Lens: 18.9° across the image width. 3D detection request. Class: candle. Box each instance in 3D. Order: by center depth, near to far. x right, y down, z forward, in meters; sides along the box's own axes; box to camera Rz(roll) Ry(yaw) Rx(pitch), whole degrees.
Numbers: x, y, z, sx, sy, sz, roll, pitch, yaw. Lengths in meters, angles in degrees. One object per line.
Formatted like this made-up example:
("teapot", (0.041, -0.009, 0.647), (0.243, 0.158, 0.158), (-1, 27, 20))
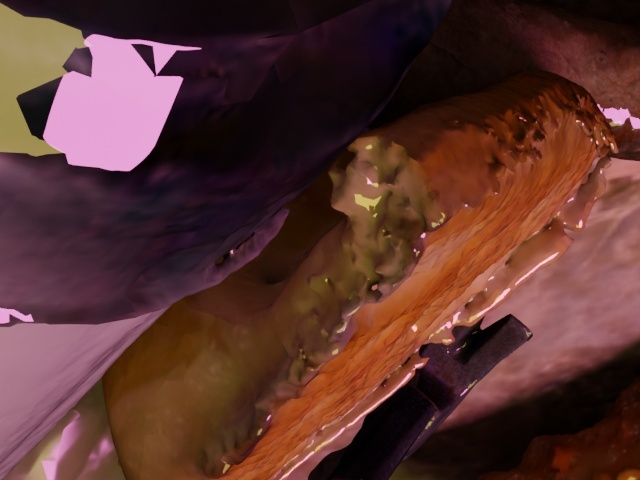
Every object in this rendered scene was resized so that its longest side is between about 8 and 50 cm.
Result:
("candle", (-0.131, -0.038, 0.481), (0.221, 0.221, 0.342), (10, 145, -32))

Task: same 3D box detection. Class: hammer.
("hammer", (0.014, 0.096, 0.746), (0.137, 0.037, 0.290), (-52, 176, 18))

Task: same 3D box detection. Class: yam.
("yam", (0.113, -0.054, 0.687), (0.253, 0.061, 0.061), (5, 144, -25))

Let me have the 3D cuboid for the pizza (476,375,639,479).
("pizza", (0.193, 0.135, 0.988), (0.268, 0.087, 0.258), (-25, 150, 19))

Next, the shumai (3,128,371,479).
("shumai", (-0.074, 0.075, 0.689), (0.222, 0.204, 0.272), (19, 133, -40))

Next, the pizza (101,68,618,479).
("pizza", (-0.005, 0.005, 0.549), (0.188, 0.080, 0.204), (-42, 170, 6))
